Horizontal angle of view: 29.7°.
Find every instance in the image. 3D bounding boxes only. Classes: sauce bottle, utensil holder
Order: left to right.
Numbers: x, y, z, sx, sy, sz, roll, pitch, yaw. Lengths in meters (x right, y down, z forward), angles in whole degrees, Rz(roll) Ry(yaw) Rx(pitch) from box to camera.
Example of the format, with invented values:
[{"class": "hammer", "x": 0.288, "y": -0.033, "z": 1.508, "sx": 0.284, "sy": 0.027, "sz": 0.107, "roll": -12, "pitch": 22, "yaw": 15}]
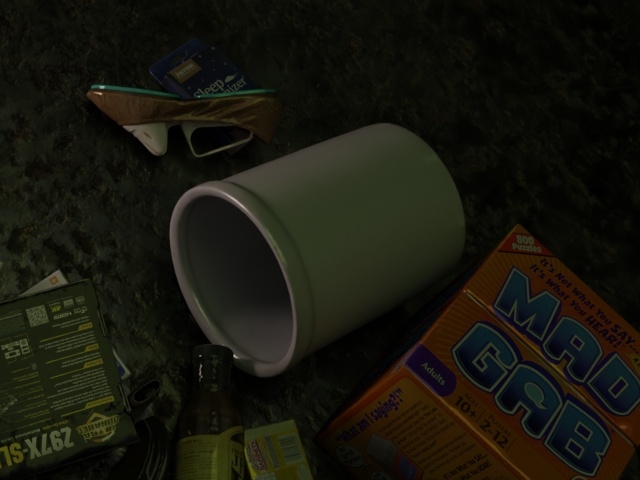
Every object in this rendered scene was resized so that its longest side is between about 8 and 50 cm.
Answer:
[{"class": "sauce bottle", "x": -0.172, "y": 0.330, "z": 1.866, "sx": 0.111, "sy": 0.111, "sz": 0.344, "roll": 9, "pitch": 62, "yaw": -20}, {"class": "utensil holder", "x": 0.000, "y": 0.000, "z": 1.995, "sx": 0.386, "sy": 0.327, "sz": 0.327, "roll": -26, "pitch": 77, "yaw": -34}]

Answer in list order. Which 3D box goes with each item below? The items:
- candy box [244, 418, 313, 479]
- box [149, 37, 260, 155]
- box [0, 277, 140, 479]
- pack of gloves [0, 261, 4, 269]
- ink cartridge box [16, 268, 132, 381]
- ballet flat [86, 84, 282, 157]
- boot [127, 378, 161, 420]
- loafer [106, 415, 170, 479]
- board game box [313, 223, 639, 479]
[{"class": "candy box", "x": -0.061, "y": 0.395, "z": 1.933, "sx": 0.105, "sy": 0.027, "sz": 0.205, "roll": -9, "pitch": 68, "yaw": -25}, {"class": "box", "x": -0.194, "y": -0.276, "z": 2.226, "sx": 0.225, "sy": 0.036, "sz": 0.136, "roll": 45, "pitch": 56, "yaw": 4}, {"class": "box", "x": -0.454, "y": 0.220, "z": 1.754, "sx": 0.322, "sy": 0.079, "sz": 0.257, "roll": -16, "pitch": 84, "yaw": -17}, {"class": "pack of gloves", "x": -0.624, "y": 0.064, "z": 1.795, "sx": 0.232, "sy": 0.046, "sz": 0.195, "roll": 30, "pitch": 85, "yaw": -8}, {"class": "ink cartridge box", "x": -0.432, "y": 0.184, "z": 1.852, "sx": 0.208, "sy": 0.045, "sz": 0.206, "roll": -34, "pitch": 80, "yaw": -12}, {"class": "ballet flat", "x": -0.238, "y": -0.209, "z": 2.122, "sx": 0.343, "sy": 0.116, "sz": 0.124, "roll": 0, "pitch": 94, "yaw": -12}, {"class": "boot", "x": -0.296, "y": 0.259, "z": 1.863, "sx": 0.042, "sy": 0.087, "sz": 0.118, "roll": 44, "pitch": 56, "yaw": 0}, {"class": "loafer", "x": -0.283, "y": 0.363, "z": 1.810, "sx": 0.078, "sy": 0.080, "sz": 0.220, "roll": 23, "pitch": 56, "yaw": -27}, {"class": "board game box", "x": 0.279, "y": 0.269, "z": 1.953, "sx": 0.356, "sy": 0.356, "sz": 0.356, "roll": 43, "pitch": 55, "yaw": 1}]
